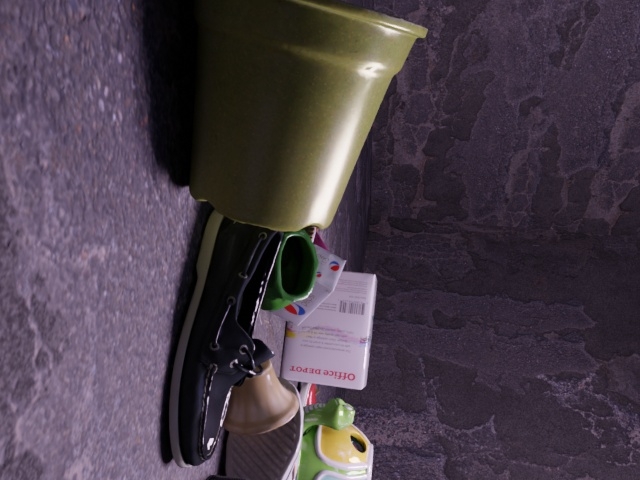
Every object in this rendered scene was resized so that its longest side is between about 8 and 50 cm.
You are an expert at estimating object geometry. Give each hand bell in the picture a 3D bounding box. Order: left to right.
[{"bbox_3d":[-0.117,0.156,1.006,0.126,0.126,0.242,-63,144,-69],"label":"hand bell"}]

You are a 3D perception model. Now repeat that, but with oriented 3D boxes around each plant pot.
[{"bbox_3d":[-0.042,-0.156,0.777,0.276,0.276,0.254,-60,164,-72],"label":"plant pot"}]

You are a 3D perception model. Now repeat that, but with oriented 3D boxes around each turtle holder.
[{"bbox_3d":[0.015,0.524,1.628,0.243,0.227,0.320,-3,98,-81],"label":"turtle holder"}]

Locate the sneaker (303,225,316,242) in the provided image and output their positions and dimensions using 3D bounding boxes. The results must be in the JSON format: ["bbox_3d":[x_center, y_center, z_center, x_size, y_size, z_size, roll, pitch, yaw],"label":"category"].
[{"bbox_3d":[-0.045,-0.048,1.290,0.153,0.099,0.282,71,23,-68],"label":"sneaker"}]

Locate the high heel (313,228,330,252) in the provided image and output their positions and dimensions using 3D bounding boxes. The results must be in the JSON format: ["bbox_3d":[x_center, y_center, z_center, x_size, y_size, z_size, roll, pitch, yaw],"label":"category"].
[{"bbox_3d":[0.000,0.000,1.573,0.244,0.117,0.082,-74,166,-53],"label":"high heel"}]

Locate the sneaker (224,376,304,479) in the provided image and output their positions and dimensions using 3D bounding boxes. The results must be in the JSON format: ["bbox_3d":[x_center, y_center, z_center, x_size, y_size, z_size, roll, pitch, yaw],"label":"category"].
[{"bbox_3d":[-0.098,0.395,1.114,0.127,0.126,0.321,79,20,-72],"label":"sneaker"}]

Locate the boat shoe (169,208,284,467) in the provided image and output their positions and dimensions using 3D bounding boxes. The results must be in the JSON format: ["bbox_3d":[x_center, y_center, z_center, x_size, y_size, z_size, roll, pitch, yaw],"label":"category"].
[{"bbox_3d":[-0.111,0.124,0.865,0.127,0.113,0.340,77,20,-66],"label":"boat shoe"}]

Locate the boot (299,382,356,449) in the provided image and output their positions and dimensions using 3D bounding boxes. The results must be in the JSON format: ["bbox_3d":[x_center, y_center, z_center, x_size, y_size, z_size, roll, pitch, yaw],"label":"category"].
[{"bbox_3d":[0.017,0.512,1.823,0.088,0.176,0.244,-21,115,-79],"label":"boot"}]

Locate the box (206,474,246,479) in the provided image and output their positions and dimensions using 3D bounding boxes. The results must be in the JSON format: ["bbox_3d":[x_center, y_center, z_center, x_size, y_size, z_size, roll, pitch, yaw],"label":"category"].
[{"bbox_3d":[-0.167,0.460,0.884,0.270,0.060,0.216,25,70,-82],"label":"box"}]

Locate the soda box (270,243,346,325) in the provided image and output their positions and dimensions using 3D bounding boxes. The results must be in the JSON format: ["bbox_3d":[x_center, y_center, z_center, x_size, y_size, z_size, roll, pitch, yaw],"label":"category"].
[{"bbox_3d":[-0.029,0.092,1.287,0.074,0.069,0.216,-67,-172,-31],"label":"soda box"}]

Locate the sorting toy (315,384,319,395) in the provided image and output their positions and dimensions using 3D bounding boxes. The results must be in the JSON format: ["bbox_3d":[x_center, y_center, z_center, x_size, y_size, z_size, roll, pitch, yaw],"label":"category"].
[{"bbox_3d":[-0.001,0.372,2.089,0.307,0.041,0.229,40,56,-80],"label":"sorting toy"}]

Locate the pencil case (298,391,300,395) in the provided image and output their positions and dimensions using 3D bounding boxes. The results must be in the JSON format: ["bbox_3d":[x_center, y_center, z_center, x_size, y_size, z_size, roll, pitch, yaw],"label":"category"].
[{"bbox_3d":[-0.087,0.387,1.309,0.098,0.095,0.209,4,94,-47],"label":"pencil case"}]

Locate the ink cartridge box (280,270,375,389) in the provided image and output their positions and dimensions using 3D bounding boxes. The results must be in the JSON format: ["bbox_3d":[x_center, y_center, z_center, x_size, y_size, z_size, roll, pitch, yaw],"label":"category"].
[{"bbox_3d":[0.027,0.215,1.625,0.197,0.198,0.270,55,42,-79],"label":"ink cartridge box"}]

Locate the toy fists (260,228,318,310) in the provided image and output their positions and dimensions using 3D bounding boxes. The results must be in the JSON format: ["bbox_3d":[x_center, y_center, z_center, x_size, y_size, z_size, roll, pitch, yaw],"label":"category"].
[{"bbox_3d":[-0.062,-0.031,1.017,0.142,0.096,0.279,-5,-101,53],"label":"toy fists"}]
